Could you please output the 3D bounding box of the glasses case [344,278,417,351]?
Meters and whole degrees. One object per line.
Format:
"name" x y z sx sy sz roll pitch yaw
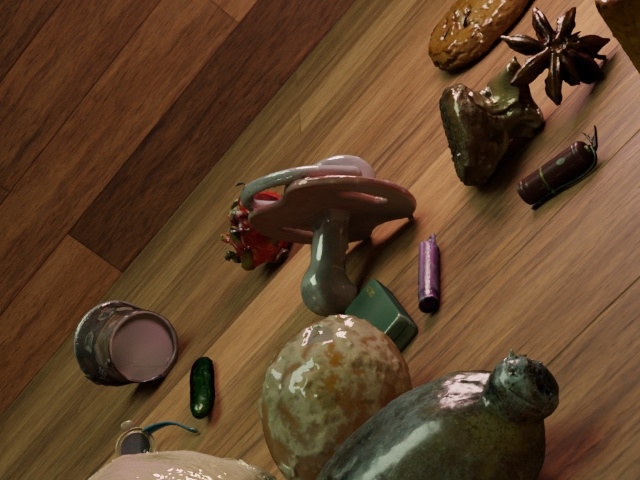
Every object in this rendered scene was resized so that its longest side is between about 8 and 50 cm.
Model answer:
"glasses case" 0.087 0.119 1.502 0.077 0.039 0.184 -51 16 6

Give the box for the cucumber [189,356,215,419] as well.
"cucumber" -0.234 0.289 1.990 0.056 0.056 0.284 -50 12 7

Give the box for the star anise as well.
"star anise" 0.339 -0.271 1.461 0.168 0.168 0.057 -59 -8 -22

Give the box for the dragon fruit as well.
"dragon fruit" -0.138 -0.015 2.184 0.160 0.167 0.172 46 137 36

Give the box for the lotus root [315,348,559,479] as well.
"lotus root" 0.105 0.243 1.007 0.349 0.175 0.175 -43 19 17

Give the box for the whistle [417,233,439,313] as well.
"whistle" 0.158 0.045 1.479 0.033 0.033 0.176 -43 18 28

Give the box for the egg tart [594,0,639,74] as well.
"egg tart" 0.436 -0.297 1.245 0.202 0.147 0.202 -47 19 22

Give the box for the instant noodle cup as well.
"instant noodle cup" -0.456 0.251 2.415 0.207 0.217 0.217 -6 48 59

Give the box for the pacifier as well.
"pacifier" 0.015 -0.026 1.715 0.220 0.273 0.332 -31 1 -33

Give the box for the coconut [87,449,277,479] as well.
"coconut" -0.194 0.401 1.228 0.255 0.297 0.297 9 51 20

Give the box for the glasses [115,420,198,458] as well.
"glasses" -0.323 0.440 1.949 0.221 0.088 0.189 -10 40 37

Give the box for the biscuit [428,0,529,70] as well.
"biscuit" 0.323 -0.463 2.016 0.296 0.075 0.296 -46 18 20

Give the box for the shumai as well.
"shumai" 0.258 -0.178 1.529 0.153 0.161 0.209 -22 -11 6

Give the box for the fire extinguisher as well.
"fire extinguisher" 0.317 -0.095 1.331 0.132 0.039 0.056 -38 54 38

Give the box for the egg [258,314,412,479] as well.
"egg" 0.019 0.205 1.250 0.195 0.195 0.233 -24 45 58
